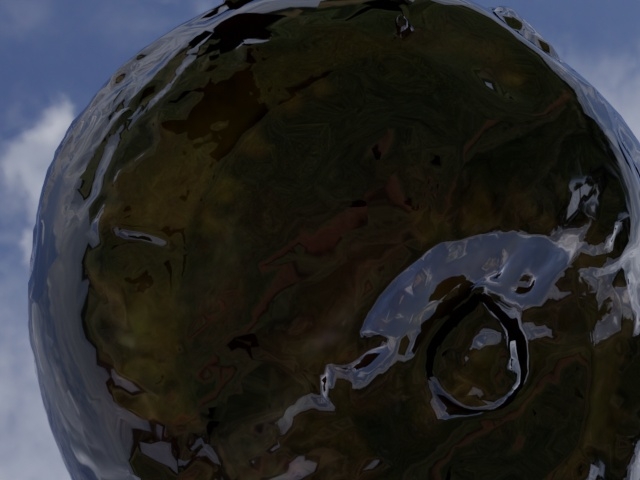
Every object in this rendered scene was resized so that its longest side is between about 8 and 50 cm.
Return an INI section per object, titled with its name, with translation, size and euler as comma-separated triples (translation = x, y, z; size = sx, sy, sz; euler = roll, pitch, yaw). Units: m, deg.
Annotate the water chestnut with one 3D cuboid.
[water chestnut]
translation = 0.009, 0.034, 0.598
size = 0.300, 0.300, 0.300
euler = -4, -126, 6
